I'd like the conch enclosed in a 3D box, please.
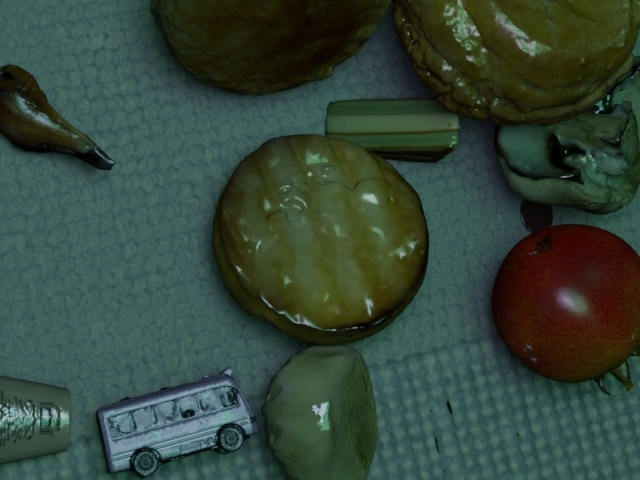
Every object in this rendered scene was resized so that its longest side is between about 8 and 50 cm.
[{"bbox_3d":[-0.373,-0.155,1.725,0.080,0.086,0.233,-43,93,-16],"label":"conch"}]

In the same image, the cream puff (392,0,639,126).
[{"bbox_3d":[0.257,-0.299,1.780,0.327,0.231,0.343,47,57,6],"label":"cream puff"}]

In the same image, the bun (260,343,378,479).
[{"bbox_3d":[-0.003,0.238,1.742,0.127,0.178,0.193,-4,116,22],"label":"bun"}]

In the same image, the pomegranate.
[{"bbox_3d":[0.352,0.099,1.825,0.221,0.221,0.257,-41,104,-16],"label":"pomegranate"}]

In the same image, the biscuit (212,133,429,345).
[{"bbox_3d":[0.000,0.000,1.780,0.296,0.102,0.296,6,66,-13],"label":"biscuit"}]

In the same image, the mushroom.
[{"bbox_3d":[0.363,-0.126,1.875,0.267,0.189,0.164,-64,142,-39],"label":"mushroom"}]

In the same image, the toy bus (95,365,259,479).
[{"bbox_3d":[-0.186,0.238,1.717,0.198,0.096,0.108,-15,82,-13],"label":"toy bus"}]

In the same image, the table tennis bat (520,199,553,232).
[{"bbox_3d":[0.312,-0.051,1.935,0.050,0.007,0.083,-3,85,-15],"label":"table tennis bat"}]

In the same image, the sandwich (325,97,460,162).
[{"bbox_3d":[0.098,-0.160,1.837,0.163,0.113,0.079,7,81,-13],"label":"sandwich"}]

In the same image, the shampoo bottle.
[{"bbox_3d":[-0.443,0.224,1.657,0.256,0.078,0.127,3,87,-17],"label":"shampoo bottle"}]

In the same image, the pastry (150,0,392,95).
[{"bbox_3d":[-0.059,-0.305,1.716,0.329,0.330,0.136,-13,59,-16],"label":"pastry"}]
